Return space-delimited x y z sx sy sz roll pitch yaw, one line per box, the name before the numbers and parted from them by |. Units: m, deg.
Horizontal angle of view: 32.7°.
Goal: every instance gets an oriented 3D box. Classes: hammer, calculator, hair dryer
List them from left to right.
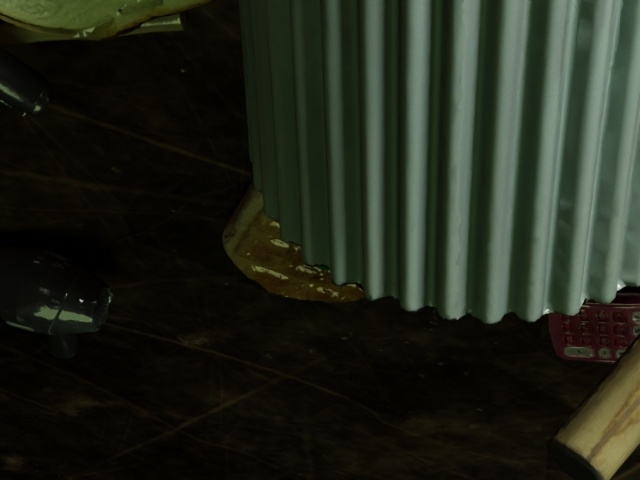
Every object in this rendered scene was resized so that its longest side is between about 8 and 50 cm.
hair dryer | -0.339 0.088 1.248 0.235 0.091 0.272 15 151 9
hammer | -0.204 -0.172 0.869 0.199 0.013 0.062 -3 124 12
calculator | 0.333 0.092 1.126 0.190 0.034 0.127 3 147 19

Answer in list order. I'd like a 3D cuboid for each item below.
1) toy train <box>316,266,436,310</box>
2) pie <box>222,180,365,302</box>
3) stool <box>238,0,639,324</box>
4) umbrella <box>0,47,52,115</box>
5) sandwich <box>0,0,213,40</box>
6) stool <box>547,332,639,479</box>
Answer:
toy train | 0.070 -0.021 0.939 0.227 0.136 0.091 16 -177 -37
pie | 0.000 0.000 1.057 0.195 0.046 0.195 8 146 5
stool | 0.092 -0.165 0.581 0.297 0.297 0.330 4 142 8
umbrella | -0.344 -0.191 0.796 0.118 0.118 0.340 -24 133 40
sandwich | -0.164 -0.220 0.675 0.226 0.087 0.251 -17 157 32
stool | 0.295 0.062 0.791 0.310 0.226 0.310 18 149 54
